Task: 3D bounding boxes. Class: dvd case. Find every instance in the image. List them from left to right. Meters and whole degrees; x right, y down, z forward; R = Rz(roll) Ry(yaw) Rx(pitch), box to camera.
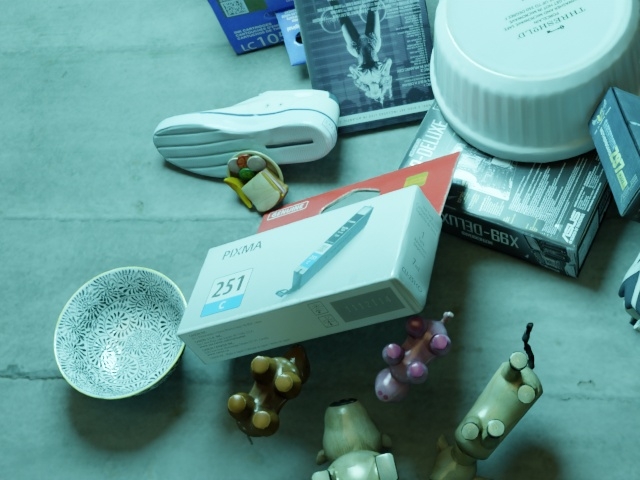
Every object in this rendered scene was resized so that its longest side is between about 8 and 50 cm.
[{"bbox_3d":[0.060,-0.254,1.511,0.164,0.018,0.221,-10,103,9],"label":"dvd case"}]

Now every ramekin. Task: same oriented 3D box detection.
[{"bbox_3d":[0.255,-0.239,1.384,0.272,0.127,0.273,-6,60,11],"label":"ramekin"}]

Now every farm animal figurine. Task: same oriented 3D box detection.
[{"bbox_3d":[0.067,0.244,1.259,0.330,0.172,0.327,3,76,7],"label":"farm animal figurine"}]

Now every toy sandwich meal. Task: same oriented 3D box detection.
[{"bbox_3d":[-0.084,-0.074,1.502,0.085,0.086,0.029,6,36,17],"label":"toy sandwich meal"}]

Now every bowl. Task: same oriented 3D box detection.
[{"bbox_3d":[-0.229,0.125,1.430,0.170,0.080,0.170,-6,62,11],"label":"bowl"}]

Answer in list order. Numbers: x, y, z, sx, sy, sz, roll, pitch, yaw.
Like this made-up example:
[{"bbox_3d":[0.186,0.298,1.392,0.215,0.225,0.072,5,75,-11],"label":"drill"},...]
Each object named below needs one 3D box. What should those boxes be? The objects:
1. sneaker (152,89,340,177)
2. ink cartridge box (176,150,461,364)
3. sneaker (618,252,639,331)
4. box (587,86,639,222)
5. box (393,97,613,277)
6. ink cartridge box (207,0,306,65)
[{"bbox_3d":[-0.091,-0.144,1.535,0.258,0.094,0.091,0,41,21],"label":"sneaker"},{"bbox_3d":[0.000,0.000,1.341,0.296,0.066,0.261,-17,37,32],"label":"ink cartridge box"},{"bbox_3d":[0.395,0.024,1.326,0.094,0.153,0.235,27,34,0],"label":"sneaker"},{"bbox_3d":[0.414,-0.064,1.265,0.232,0.059,0.183,18,34,-13],"label":"box"},{"bbox_3d":[0.258,-0.134,1.446,0.242,0.076,0.307,19,69,22],"label":"box"},{"bbox_3d":[-0.027,-0.432,1.627,0.270,0.151,0.396,-13,60,9],"label":"ink cartridge box"}]
